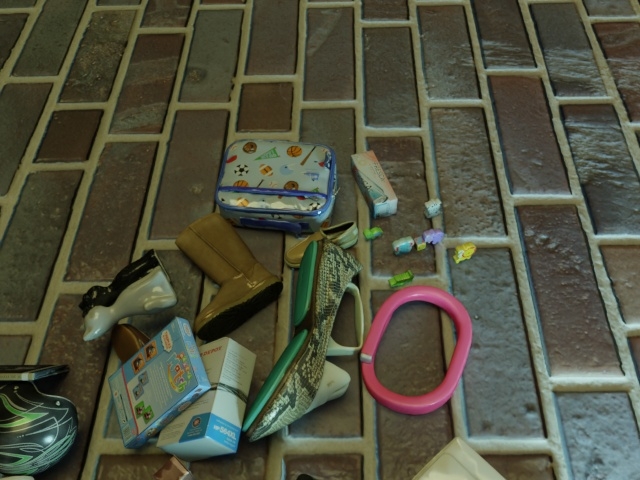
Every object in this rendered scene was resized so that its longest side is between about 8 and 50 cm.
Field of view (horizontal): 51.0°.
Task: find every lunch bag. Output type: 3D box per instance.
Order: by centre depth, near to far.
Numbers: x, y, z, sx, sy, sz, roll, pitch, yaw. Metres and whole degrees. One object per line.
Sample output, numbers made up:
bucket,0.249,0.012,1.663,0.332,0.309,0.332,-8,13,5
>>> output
lunch bag,-0.100,-0.132,1.661,0.303,0.115,0.243,4,55,7

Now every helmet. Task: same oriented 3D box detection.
helmet,-0.550,0.360,1.266,0.161,0.169,0.169,22,56,24

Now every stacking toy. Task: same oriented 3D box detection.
stacking toy,0.229,0.001,1.580,0.221,0.052,0.167,-20,54,-12

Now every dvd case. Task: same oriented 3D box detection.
dvd case,-0.647,0.266,1.349,0.221,0.164,0.018,-1,85,2

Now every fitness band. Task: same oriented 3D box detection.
fitness band,0.203,0.222,1.409,0.208,0.054,0.291,18,56,15

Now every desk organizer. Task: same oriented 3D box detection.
desk organizer,-0.254,0.439,1.210,0.047,0.130,0.050,37,64,26

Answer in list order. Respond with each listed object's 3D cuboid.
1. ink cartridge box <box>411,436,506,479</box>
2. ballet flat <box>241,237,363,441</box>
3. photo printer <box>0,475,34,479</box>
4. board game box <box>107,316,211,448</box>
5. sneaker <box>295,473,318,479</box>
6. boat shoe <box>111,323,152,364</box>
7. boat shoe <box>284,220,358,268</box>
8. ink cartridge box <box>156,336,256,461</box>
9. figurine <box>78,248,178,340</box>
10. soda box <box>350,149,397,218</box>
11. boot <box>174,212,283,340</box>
ink cartridge box,0.220,0.473,1.099,0.168,0.233,0.171,-37,59,-24
ballet flat,-0.001,0.207,1.381,0.182,0.164,0.483,26,52,-9
photo printer,-0.617,0.556,1.146,0.307,0.107,0.256,-14,53,-8
board game box,-0.315,0.274,1.292,0.211,0.039,0.160,-41,52,18
sneaker,-0.119,0.537,1.159,0.340,0.125,0.139,-25,28,-13
boat shoe,-0.360,0.249,1.407,0.207,0.073,0.073,43,27,27
boat shoe,0.000,0.000,1.576,0.190,0.072,0.068,-26,56,-17
ink cartridge box,-0.216,0.307,1.296,0.148,0.086,0.203,-23,41,37
figurine,-0.425,0.126,1.448,0.209,0.092,0.215,-28,22,-10
soda box,0.133,-0.143,1.692,0.062,0.058,0.183,-15,53,-10
boot,-0.248,0.077,1.525,0.236,0.089,0.269,-30,55,-29
